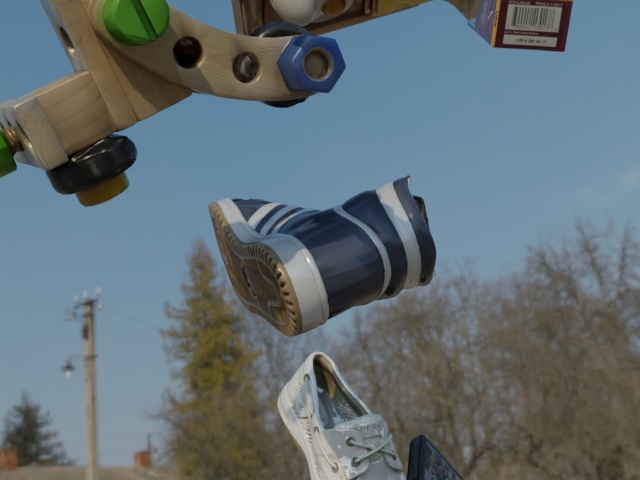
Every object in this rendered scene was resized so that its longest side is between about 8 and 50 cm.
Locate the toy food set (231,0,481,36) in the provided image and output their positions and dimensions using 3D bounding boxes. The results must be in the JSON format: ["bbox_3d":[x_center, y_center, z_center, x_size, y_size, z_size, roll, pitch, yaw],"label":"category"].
[{"bbox_3d":[0.048,-0.277,1.043,0.306,0.092,0.220,-17,-18,-5],"label":"toy food set"}]

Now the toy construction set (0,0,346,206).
[{"bbox_3d":[-0.162,-0.168,0.590,0.237,0.309,0.257,-35,-43,-13],"label":"toy construction set"}]

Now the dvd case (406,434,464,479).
[{"bbox_3d":[0.140,0.340,0.923,0.022,0.253,0.180,-31,-69,25],"label":"dvd case"}]

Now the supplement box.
[{"bbox_3d":[0.282,-0.329,1.317,0.104,0.081,0.188,3,22,-4],"label":"supplement box"}]

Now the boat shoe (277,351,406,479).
[{"bbox_3d":[0.038,0.239,1.053,0.098,0.277,0.096,-2,-52,-37],"label":"boat shoe"}]

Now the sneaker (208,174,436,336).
[{"bbox_3d":[0.000,0.000,0.806,0.153,0.099,0.282,-21,16,-14],"label":"sneaker"}]
